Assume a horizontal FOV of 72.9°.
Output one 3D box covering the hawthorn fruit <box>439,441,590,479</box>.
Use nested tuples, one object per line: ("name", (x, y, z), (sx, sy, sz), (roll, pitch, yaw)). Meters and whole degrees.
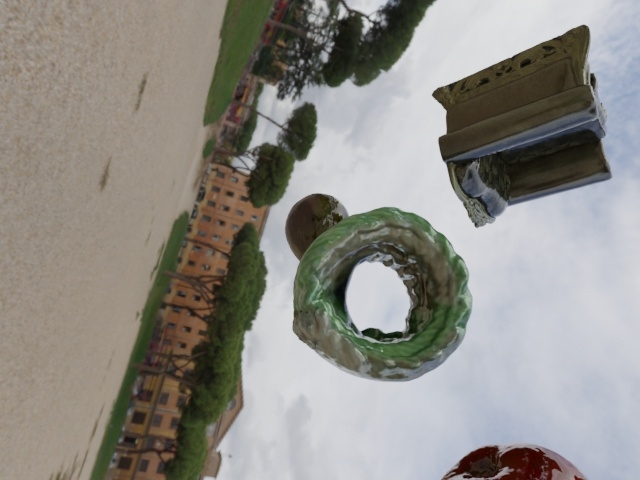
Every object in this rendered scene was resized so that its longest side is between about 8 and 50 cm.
("hawthorn fruit", (0.181, 0.274, 0.372), (0.189, 0.189, 0.189), (-162, -90, -73))

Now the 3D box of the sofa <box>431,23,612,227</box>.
("sofa", (0.300, -0.129, 0.610), (0.200, 0.258, 0.182), (-17, -113, 32))

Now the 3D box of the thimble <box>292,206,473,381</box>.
("thimble", (0.069, 0.074, 0.556), (0.150, 0.219, 0.219), (114, -11, -73))

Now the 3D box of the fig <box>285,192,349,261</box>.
("fig", (0.000, 0.000, 0.686), (0.109, 0.103, 0.154), (120, -35, -42))
